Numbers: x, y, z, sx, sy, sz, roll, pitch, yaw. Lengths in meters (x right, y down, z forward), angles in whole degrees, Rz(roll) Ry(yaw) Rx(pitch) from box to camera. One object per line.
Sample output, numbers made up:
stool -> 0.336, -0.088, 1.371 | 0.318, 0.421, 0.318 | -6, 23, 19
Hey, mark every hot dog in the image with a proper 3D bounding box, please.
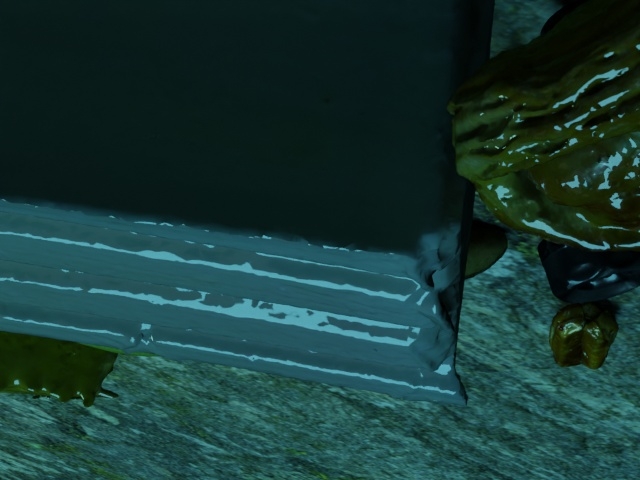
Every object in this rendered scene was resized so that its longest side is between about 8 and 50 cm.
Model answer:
hot dog -> 0.241, 0.087, 1.757 | 0.062, 0.038, 0.144 | 5, 163, 8
hot dog -> 0.190, -0.080, 1.004 | 0.259, 0.114, 0.175 | -40, 138, 19

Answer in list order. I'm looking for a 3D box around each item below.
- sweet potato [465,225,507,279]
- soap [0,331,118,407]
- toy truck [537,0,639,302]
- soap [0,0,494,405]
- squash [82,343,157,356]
sweet potato -> -0.004, -0.001, 1.540 | 0.310, 0.098, 0.124 | 7, -175, -36
soap -> -0.364, 0.052, 1.783 | 0.339, 0.169, 0.304 | 2, 170, 22
toy truck -> 0.216, -0.065, 1.208 | 0.165, 0.147, 0.224 | -11, 161, -11
soap -> -0.105, -0.054, 1.266 | 0.435, 0.212, 0.350 | 7, 163, 9
squash -> -0.188, 0.028, 1.685 | 0.247, 0.132, 0.132 | 21, 159, -35
